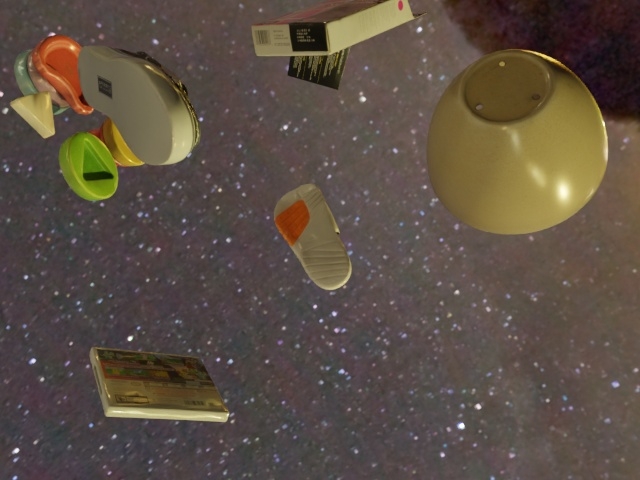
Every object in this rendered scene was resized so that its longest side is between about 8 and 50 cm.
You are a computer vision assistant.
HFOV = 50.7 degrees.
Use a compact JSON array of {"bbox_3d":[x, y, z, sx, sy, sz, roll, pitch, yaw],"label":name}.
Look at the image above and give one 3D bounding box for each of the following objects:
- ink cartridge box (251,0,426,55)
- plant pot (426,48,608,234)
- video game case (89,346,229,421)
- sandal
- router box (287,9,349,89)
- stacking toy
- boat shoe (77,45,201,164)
[{"bbox_3d":[0.048,-0.437,1.342,0.371,0.176,0.069,-35,-55,-46],"label":"ink cartridge box"},{"bbox_3d":[0.289,-0.177,1.026,0.191,0.284,0.284,54,-166,-59],"label":"plant pot"},{"bbox_3d":[-0.274,0.241,1.136,0.201,0.023,0.183,11,-164,-30],"label":"video game case"},{"bbox_3d":[-0.009,0.005,1.230,0.076,0.102,0.265,60,-176,-48],"label":"sandal"},{"bbox_3d":[-0.001,-0.443,1.587,0.133,0.179,0.046,16,-120,-1],"label":"router box"},{"bbox_3d":[-0.496,-0.214,1.309,0.309,0.130,0.279,59,-155,-32],"label":"stacking toy"},{"bbox_3d":[-0.097,-0.082,0.379,0.040,0.049,0.142,-11,-148,-33],"label":"boat shoe"}]
